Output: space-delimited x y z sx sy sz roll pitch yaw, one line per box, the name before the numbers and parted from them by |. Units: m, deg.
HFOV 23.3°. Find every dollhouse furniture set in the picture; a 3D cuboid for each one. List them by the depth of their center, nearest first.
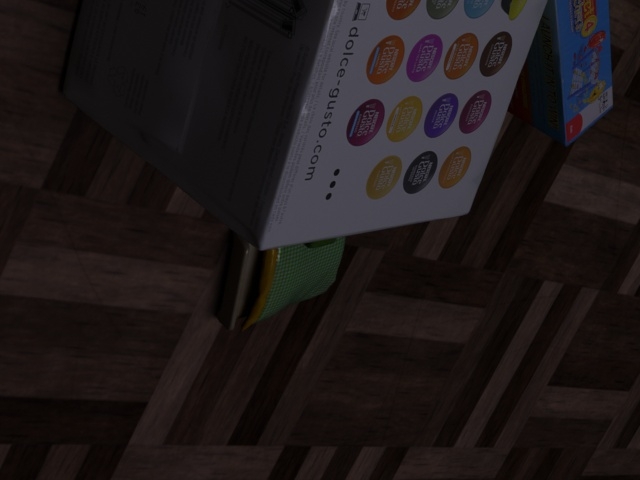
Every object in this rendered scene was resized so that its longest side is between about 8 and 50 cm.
dollhouse furniture set | 0.000 0.000 1.984 0.198 0.151 0.301 -17 131 -41

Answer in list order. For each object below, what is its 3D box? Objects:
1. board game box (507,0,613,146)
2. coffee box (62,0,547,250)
board game box | 0.198 -0.304 1.828 0.086 0.302 0.308 -39 143 -20
coffee box | -0.010 -0.232 1.617 0.334 0.338 0.337 -9 126 -46
